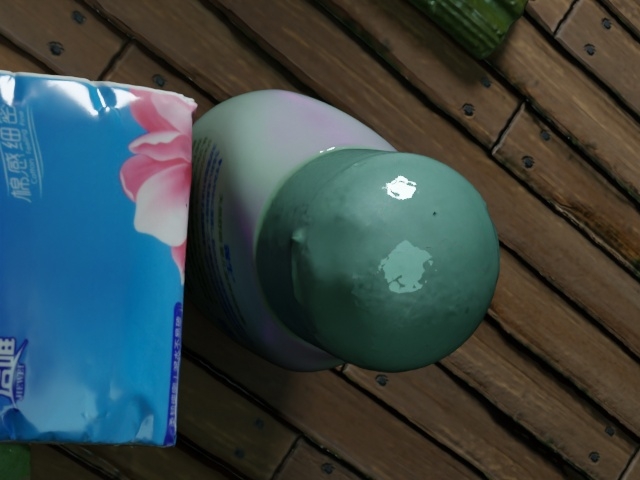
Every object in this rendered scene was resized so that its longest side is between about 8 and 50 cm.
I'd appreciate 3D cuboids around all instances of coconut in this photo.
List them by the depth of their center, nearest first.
[{"bbox_3d":[-0.263,0.174,0.983,0.081,0.082,0.083,-27,66,7],"label":"coconut"}]

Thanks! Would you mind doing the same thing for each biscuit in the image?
[{"bbox_3d":[0.058,-0.286,1.090,0.322,0.038,0.099,38,84,-24],"label":"biscuit"}]

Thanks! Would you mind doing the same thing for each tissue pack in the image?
[{"bbox_3d":[-0.205,0.019,0.925,0.209,0.137,0.270,6,81,-19],"label":"tissue pack"}]

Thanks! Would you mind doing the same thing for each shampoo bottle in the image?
[{"bbox_3d":[0.000,0.000,0.928,0.151,0.349,0.222,-11,101,-22],"label":"shampoo bottle"}]
